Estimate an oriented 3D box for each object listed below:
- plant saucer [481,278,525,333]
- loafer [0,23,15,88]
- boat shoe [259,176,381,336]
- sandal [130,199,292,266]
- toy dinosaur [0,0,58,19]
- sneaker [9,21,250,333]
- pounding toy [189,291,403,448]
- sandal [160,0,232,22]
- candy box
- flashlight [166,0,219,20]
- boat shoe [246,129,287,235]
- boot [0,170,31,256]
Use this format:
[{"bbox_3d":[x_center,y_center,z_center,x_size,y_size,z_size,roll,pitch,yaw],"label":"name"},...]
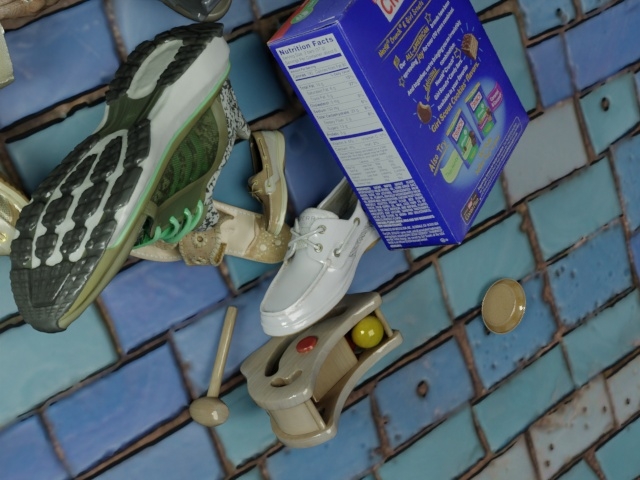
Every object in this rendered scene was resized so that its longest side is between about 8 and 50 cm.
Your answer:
[{"bbox_3d":[0.266,0.096,1.538,0.083,0.015,0.083,-5,100,-30],"label":"plant saucer"},{"bbox_3d":[-0.357,-0.270,1.058,0.092,0.102,0.268,-6,110,-32],"label":"loafer"},{"bbox_3d":[0.000,0.000,1.291,0.277,0.098,0.096,-53,130,-35],"label":"boat shoe"},{"bbox_3d":[-0.125,-0.009,1.246,0.240,0.079,0.088,7,94,-32],"label":"sandal"},{"bbox_3d":[-0.261,-0.287,1.016,0.127,0.200,0.295,45,77,-6],"label":"toy dinosaur"},{"bbox_3d":[-0.169,-0.050,1.117,0.182,0.158,0.410,53,48,-35],"label":"sneaker"},{"bbox_3d":[-0.031,0.144,1.283,0.269,0.154,0.155,-39,115,-21],"label":"pounding toy"},{"bbox_3d":[-0.188,-0.305,1.172,0.219,0.060,0.090,22,86,-32],"label":"sandal"},{"bbox_3d":[0.108,-0.192,1.285,0.317,0.122,0.268,59,45,-26],"label":"candy box"},{"bbox_3d":[-0.074,-0.380,1.185,0.103,0.103,0.304,33,70,-5],"label":"flashlight"},{"bbox_3d":[-0.068,-0.071,1.279,0.045,0.050,0.135,3,69,-19],"label":"boat shoe"},{"bbox_3d":[-0.392,0.013,1.077,0.203,0.095,0.262,-49,117,-16],"label":"boot"}]
